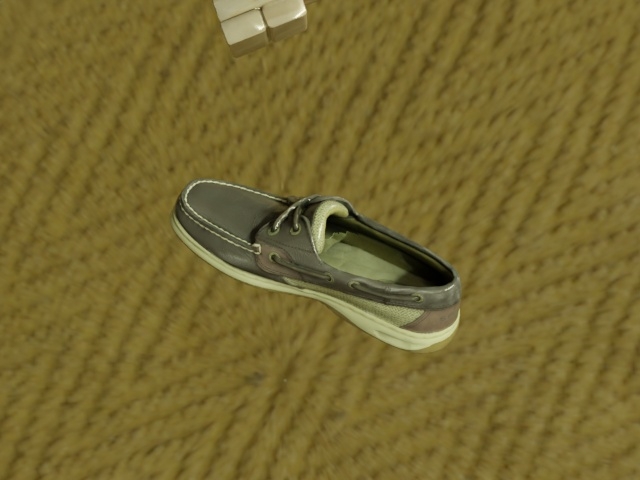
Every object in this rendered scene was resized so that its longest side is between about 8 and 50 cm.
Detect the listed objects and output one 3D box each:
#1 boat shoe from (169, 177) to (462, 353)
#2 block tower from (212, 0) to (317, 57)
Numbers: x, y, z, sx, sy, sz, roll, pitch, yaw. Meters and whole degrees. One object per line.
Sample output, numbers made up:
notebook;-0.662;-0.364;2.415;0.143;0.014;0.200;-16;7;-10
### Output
boat shoe;0.000;0.001;1.042;0.223;0.073;0.080;26;46;12
block tower;-0.085;-0.305;1.052;0.091;0.097;0.335;-21;91;-1
